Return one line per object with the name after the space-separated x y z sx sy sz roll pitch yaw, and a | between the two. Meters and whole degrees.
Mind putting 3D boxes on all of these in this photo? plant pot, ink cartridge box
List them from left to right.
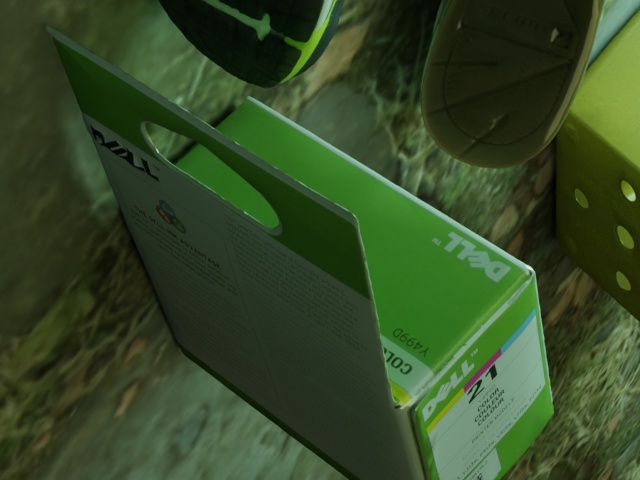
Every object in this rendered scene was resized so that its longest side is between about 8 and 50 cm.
0.000 0.000 0.801 0.097 0.189 0.255 -44 147 -21 | ink cartridge box
0.272 -0.045 1.158 0.187 0.212 0.212 -30 142 -19 | plant pot

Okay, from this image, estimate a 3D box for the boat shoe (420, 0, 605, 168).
0.132 -0.187 0.926 0.098 0.109 0.302 -93 -156 -72 | boat shoe

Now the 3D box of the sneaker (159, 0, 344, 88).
0.010 -0.202 0.718 0.121 0.111 0.300 -24 139 -49 | sneaker
